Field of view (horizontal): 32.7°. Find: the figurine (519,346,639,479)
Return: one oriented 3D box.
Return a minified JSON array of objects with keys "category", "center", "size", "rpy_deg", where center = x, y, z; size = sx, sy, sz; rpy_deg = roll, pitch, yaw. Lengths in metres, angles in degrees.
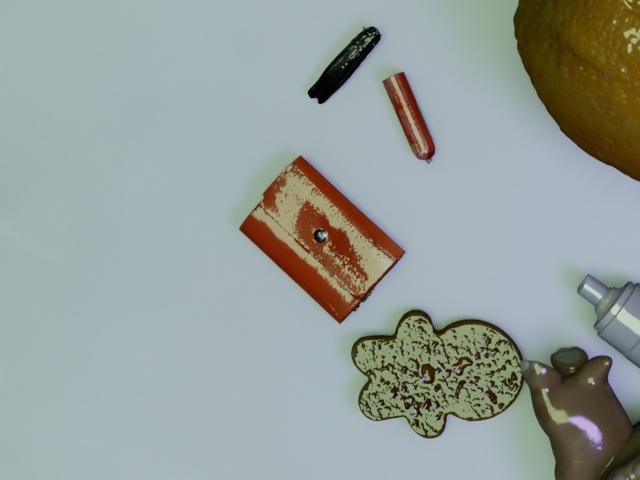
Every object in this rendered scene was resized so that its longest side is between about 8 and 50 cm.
[{"category":"figurine","center":[0.382,0.246,1.368],"size":[0.173,0.177,0.247],"rpy_deg":[-17,83,36]}]

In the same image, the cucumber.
[{"category":"cucumber","center":[0.033,-0.240,1.492],"size":[0.033,0.034,0.135],"rpy_deg":[44,106,3]}]

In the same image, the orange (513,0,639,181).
[{"category":"orange","center":[0.401,-0.225,1.243],"size":[0.357,0.322,0.322],"rpy_deg":[27,102,8]}]

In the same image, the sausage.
[{"category":"sausage","center":[0.123,-0.163,1.475],"size":[0.034,0.034,0.129],"rpy_deg":[-23,90,17]}]

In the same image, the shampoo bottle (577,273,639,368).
[{"category":"shampoo bottle","center":[0.455,0.146,1.382],"size":[0.303,0.092,0.092],"rpy_deg":[37,104,10]}]

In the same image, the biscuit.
[{"category":"biscuit","center":[0.161,0.182,1.498],"size":[0.236,0.039,0.180],"rpy_deg":[-5,92,16]}]

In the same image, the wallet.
[{"category":"wallet","center":[0.000,0.000,1.521],"size":[0.204,0.045,0.142],"rpy_deg":[43,105,7]}]
